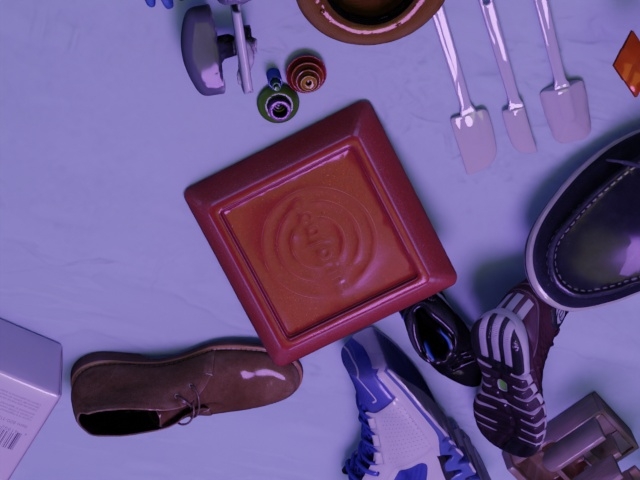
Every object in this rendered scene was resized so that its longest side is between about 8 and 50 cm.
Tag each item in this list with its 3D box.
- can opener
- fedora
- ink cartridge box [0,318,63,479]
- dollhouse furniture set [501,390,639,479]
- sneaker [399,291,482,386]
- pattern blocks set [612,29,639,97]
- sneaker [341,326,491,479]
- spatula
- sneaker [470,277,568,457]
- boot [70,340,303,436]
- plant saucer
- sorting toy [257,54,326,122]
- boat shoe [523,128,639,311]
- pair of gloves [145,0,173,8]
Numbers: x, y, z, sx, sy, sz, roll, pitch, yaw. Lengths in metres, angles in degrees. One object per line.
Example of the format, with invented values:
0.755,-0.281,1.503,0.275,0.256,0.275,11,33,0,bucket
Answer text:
-0.120,-0.286,1.571,0.095,0.076,0.283,-11,122,-4,can opener
0.057,-0.314,1.601,0.194,0.079,0.194,-3,127,-4,fedora
-0.483,0.229,1.829,0.207,0.117,0.283,26,114,-21,ink cartridge box
0.365,0.348,1.945,0.161,0.242,0.212,-37,118,14,dollhouse furniture set
0.160,0.141,1.863,0.079,0.121,0.217,-31,120,12,sneaker
0.476,-0.218,1.627,0.285,0.026,0.325,4,98,1,pattern blocks set
0.092,0.284,1.936,0.182,0.127,0.315,-31,121,8,sneaker
0.227,-0.203,1.730,0.168,0.019,0.242,-15,121,8,spatula
0.281,0.155,1.891,0.106,0.162,0.281,24,145,27,sneaker
-0.170,0.205,1.861,0.305,0.115,0.112,-4,119,-7,boot
0.000,0.000,1.752,0.259,0.048,0.258,-26,101,7,plant saucer
-0.037,-0.175,1.692,0.061,0.042,0.102,32,112,-23,sorting toy
0.473,-0.069,1.735,0.500,0.156,0.187,-28,97,6,boat shoe
-0.146,-0.342,1.589,0.198,0.023,0.159,-19,121,3,pair of gloves
